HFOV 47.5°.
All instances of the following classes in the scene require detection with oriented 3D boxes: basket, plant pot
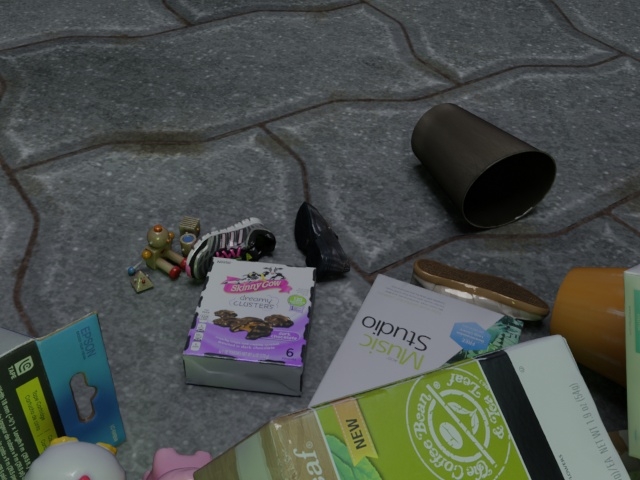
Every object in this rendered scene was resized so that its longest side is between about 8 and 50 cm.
[{"bbox_3d":[0.282,-0.150,1.344,0.204,0.154,0.227,-15,41,-22],"label":"basket"},{"bbox_3d":[0.436,0.120,1.021,0.188,0.205,0.205,14,40,35],"label":"plant pot"}]

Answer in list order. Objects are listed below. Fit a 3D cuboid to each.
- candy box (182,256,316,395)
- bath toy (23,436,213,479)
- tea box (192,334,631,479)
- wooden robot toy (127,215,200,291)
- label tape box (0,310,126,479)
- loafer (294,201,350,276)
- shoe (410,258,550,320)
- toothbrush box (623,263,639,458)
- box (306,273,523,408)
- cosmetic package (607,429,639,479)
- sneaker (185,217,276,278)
[{"bbox_3d":[-0.097,0.120,1.058,0.165,0.070,0.196,5,41,2],"label":"candy box"},{"bbox_3d":[-0.124,0.279,0.750,0.348,0.151,0.129,11,40,-21],"label":"bath toy"},{"bbox_3d":[0.106,0.295,0.633,0.323,0.220,0.329,-10,69,-31],"label":"tea box"},{"bbox_3d":[-0.246,0.006,1.173,0.076,0.079,0.173,23,45,21],"label":"wooden robot toy"},{"bbox_3d":[-0.401,0.214,0.801,0.334,0.240,0.106,-31,50,-34],"label":"label tape box"},{"bbox_3d":[0.000,0.000,1.223,0.061,0.062,0.170,10,40,-27],"label":"loafer"},{"bbox_3d":[0.246,0.088,1.141,0.219,0.058,0.076,18,23,10],"label":"shoe"},{"bbox_3d":[0.474,0.110,0.816,0.295,0.216,0.126,-17,15,-37],"label":"toothbrush box"},{"bbox_3d":[0.131,0.196,0.999,0.232,0.058,0.322,18,44,15],"label":"box"},{"bbox_3d":[0.349,0.282,0.927,0.115,0.041,0.060,-5,42,-10],"label":"cosmetic package"},{"bbox_3d":[-0.139,0.018,1.177,0.075,0.063,0.170,28,41,34],"label":"sneaker"}]
